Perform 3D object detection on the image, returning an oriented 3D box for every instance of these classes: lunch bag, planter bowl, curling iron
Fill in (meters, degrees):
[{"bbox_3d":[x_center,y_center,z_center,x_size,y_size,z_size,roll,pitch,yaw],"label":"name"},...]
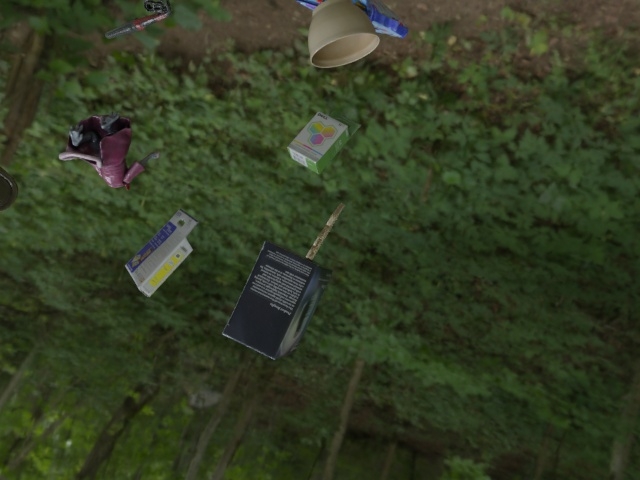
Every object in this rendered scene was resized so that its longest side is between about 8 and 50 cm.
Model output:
[{"bbox_3d":[0.117,-0.681,1.834,0.293,0.138,0.221,36,-161,27],"label":"lunch bag"},{"bbox_3d":[0.042,-0.477,1.419,0.162,0.109,0.162,-15,175,-1],"label":"planter bowl"},{"bbox_3d":[-0.468,-0.565,1.604,0.274,0.035,0.068,-7,121,43],"label":"curling iron"}]

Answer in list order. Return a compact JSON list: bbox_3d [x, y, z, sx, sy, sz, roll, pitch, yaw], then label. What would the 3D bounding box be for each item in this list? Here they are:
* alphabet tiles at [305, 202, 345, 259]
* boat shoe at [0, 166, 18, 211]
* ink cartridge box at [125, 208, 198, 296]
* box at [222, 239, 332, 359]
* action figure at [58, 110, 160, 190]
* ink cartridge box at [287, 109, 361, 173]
[{"bbox_3d":[0.000,0.000,2.220,0.021,0.284,0.278,31,-156,2],"label":"alphabet tiles"},{"bbox_3d":[-0.685,-0.157,1.113,0.307,0.111,0.104,45,168,-25],"label":"boat shoe"},{"bbox_3d":[-0.567,0.035,2.303,0.072,0.307,0.303,48,170,-25],"label":"ink cartridge box"},{"bbox_3d":[-0.115,0.178,1.876,0.182,0.294,0.296,26,180,11],"label":"box"},{"bbox_3d":[-0.751,-0.287,2.297,0.248,0.276,0.370,5,146,4],"label":"action figure"},{"bbox_3d":[0.013,-0.304,1.825,0.109,0.209,0.062,32,161,24],"label":"ink cartridge box"}]
